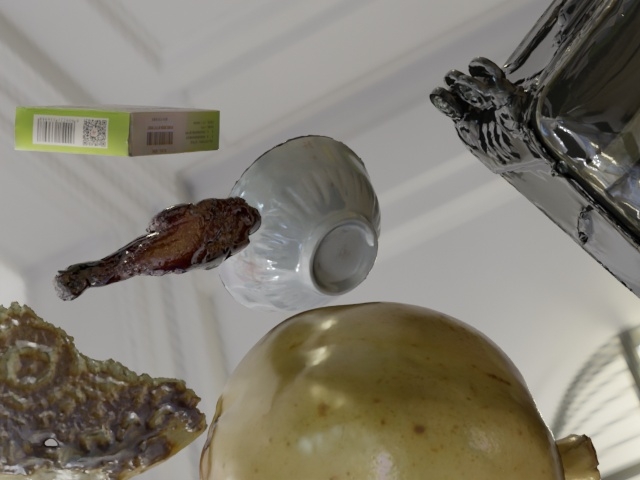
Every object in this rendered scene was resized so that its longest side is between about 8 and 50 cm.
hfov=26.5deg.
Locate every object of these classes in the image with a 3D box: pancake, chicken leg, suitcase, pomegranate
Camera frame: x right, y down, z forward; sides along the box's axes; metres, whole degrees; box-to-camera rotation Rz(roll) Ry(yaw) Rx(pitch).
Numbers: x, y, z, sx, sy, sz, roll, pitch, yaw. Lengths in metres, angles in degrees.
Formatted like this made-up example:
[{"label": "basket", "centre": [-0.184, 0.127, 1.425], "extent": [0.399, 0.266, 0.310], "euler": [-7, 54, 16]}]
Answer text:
[{"label": "pancake", "centre": [-0.286, 0.170, 1.546], "extent": [0.057, 0.266, 0.245], "euler": [-156, 41, -86]}, {"label": "chicken leg", "centre": [-0.119, 0.006, 1.078], "extent": [0.205, 0.093, 0.053], "euler": [-8, -104, -58]}, {"label": "suitcase", "centre": [0.339, -0.079, 1.140], "extent": [0.434, 0.283, 0.194], "euler": [41, 168, -11]}, {"label": "pomegranate", "centre": [0.064, 0.193, 1.077], "extent": [0.319, 0.319, 0.319], "euler": [56, -163, -27]}]

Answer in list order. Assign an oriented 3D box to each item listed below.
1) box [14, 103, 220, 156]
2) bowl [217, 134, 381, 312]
[{"label": "box", "centre": [-0.270, -0.151, 1.846], "extent": [0.260, 0.175, 0.062], "euler": [-13, -73, -68]}, {"label": "bowl", "centre": [0.000, 0.000, 1.311], "extent": [0.086, 0.189, 0.189], "euler": [33, 168, 46]}]
